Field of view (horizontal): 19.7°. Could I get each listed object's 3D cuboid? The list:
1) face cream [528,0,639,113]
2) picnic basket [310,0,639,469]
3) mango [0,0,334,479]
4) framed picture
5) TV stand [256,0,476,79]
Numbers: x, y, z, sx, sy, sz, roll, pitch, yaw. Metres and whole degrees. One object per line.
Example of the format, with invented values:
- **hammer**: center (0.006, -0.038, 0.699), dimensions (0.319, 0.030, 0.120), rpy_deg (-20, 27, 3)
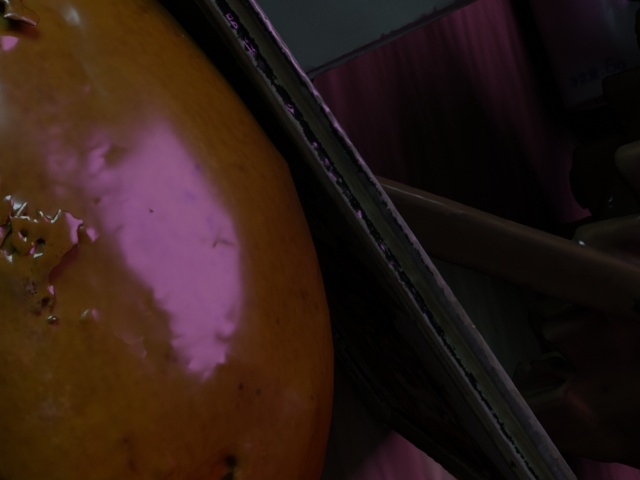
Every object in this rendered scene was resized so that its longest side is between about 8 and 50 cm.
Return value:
- **face cream**: center (0.139, -0.203, 1.067), dimensions (0.077, 0.077, 0.250), rpy_deg (-11, 83, -57)
- **picnic basket**: center (0.151, -0.051, 0.855), dimensions (0.321, 0.291, 0.254), rpy_deg (19, 43, 2)
- **mango**: center (-0.084, -0.001, 0.582), dimensions (0.249, 0.151, 0.156), rpy_deg (60, 1, -3)
- **framed picture**: center (0.000, 0.000, 0.680), dimensions (0.017, 0.217, 0.274), rpy_deg (-38, 109, -10)
- **TV stand**: center (0.052, -0.146, 0.725), dimensions (0.088, 0.269, 0.083), rpy_deg (54, 35, -22)
